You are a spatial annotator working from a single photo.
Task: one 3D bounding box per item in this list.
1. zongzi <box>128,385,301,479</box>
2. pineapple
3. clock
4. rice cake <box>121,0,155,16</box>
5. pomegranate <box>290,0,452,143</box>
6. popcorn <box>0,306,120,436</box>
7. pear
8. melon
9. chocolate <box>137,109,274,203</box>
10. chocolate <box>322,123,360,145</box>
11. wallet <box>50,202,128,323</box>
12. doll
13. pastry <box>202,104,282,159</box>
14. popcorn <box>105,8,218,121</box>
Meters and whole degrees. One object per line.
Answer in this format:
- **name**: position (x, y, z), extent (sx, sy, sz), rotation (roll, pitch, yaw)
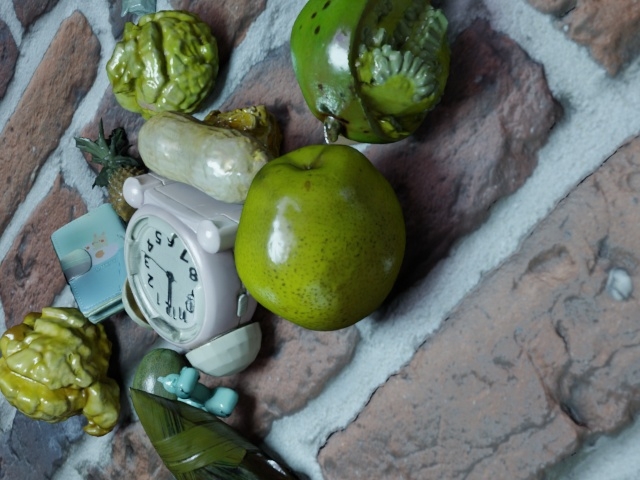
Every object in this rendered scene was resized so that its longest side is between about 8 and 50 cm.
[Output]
- **zongzi**: position (-0.184, 0.370, 1.327), extent (0.286, 0.300, 0.138), rotation (18, 60, 40)
- **pineapple**: position (-0.452, -0.164, 1.735), extent (0.277, 0.119, 0.130), rotation (48, 134, 36)
- **clock**: position (-0.241, 0.062, 1.455), extent (0.342, 0.184, 0.326), rotation (30, 120, 42)
- **rice cake**: position (-0.414, -0.614, 1.788), extent (0.069, 0.063, 0.206), rotation (-3, 84, 35)
- **pomegranate**: position (0.091, -0.306, 1.201), extent (0.260, 0.260, 0.341), rotation (-1, 54, 41)
- **popcorn**: position (-0.560, 0.285, 1.685), extent (0.332, 0.265, 0.225), rotation (47, 111, 14)
- **pear**: position (0.000, 0.000, 1.216), extent (0.294, 0.294, 0.294), rotation (-6, 81, 41)
- **melon**: position (-0.323, 0.301, 1.564), extent (0.114, 0.114, 0.167), rotation (0, 84, 41)
- **chocolate**: position (-0.203, -0.148, 1.387), extent (0.309, 0.134, 0.134), rotation (20, 98, 33)
- **chocolate**: position (0.050, -0.196, 1.353), extent (0.100, 0.031, 0.065), rotation (-7, 98, 44)
- **wallet**: position (-0.488, 0.048, 1.727), extent (0.176, 0.075, 0.250), rotation (-29, 59, -5)
- **doll**: position (-0.228, 0.290, 1.454), extent (0.158, 0.159, 0.059), rotation (-8, 53, 50)
- **pastry**: position (-0.189, -0.188, 1.510), extent (0.250, 0.102, 0.154), rotation (-5, 93, 38)
- **popcorn**: position (-0.328, -0.355, 1.592), extent (0.259, 0.212, 0.259), rotation (-10, 73, 35)
